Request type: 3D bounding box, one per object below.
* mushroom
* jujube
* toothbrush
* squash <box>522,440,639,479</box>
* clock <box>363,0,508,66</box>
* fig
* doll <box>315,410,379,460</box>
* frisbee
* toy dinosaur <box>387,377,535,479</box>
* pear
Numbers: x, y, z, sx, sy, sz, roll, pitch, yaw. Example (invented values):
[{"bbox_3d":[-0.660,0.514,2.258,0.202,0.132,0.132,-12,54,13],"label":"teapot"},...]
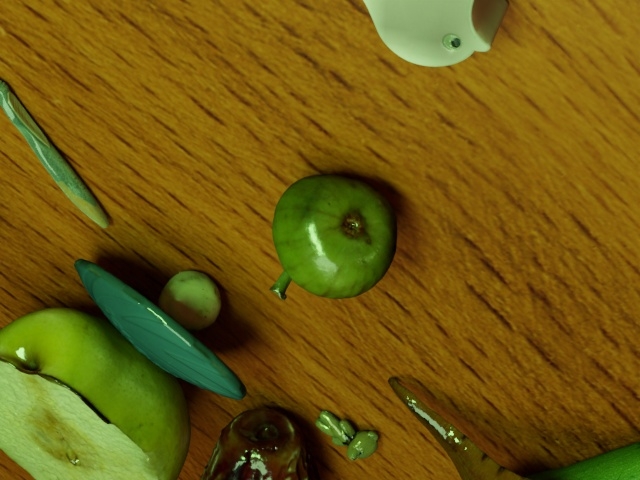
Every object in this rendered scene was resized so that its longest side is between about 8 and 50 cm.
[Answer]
[{"bbox_3d":[-0.175,0.081,1.504,0.083,0.083,0.067,47,158,-25],"label":"mushroom"},{"bbox_3d":[-0.089,0.382,1.703,0.197,0.197,0.290,14,130,12],"label":"jujube"},{"bbox_3d":[-0.370,-0.151,1.389,0.037,0.028,0.375,-14,126,27],"label":"toothbrush"},{"bbox_3d":[0.349,0.351,1.522,0.107,0.107,0.395,41,136,-19],"label":"squash"},{"bbox_3d":[0.032,-0.291,1.011,0.290,0.080,0.275,8,136,19],"label":"clock"},{"bbox_3d":[0.015,0.001,1.303,0.142,0.147,0.186,6,177,0],"label":"fig"},{"bbox_3d":[0.040,0.284,1.660,0.093,0.051,0.061,45,145,20],"label":"doll"},{"bbox_3d":[-0.222,0.131,1.504,0.289,0.049,0.289,36,166,10],"label":"frisbee"},{"bbox_3d":[0.241,0.362,1.472,0.432,0.097,0.208,23,111,22],"label":"toy dinosaur"},{"bbox_3d":[-0.336,0.228,1.650,0.340,0.191,0.386,17,140,17],"label":"pear"}]
